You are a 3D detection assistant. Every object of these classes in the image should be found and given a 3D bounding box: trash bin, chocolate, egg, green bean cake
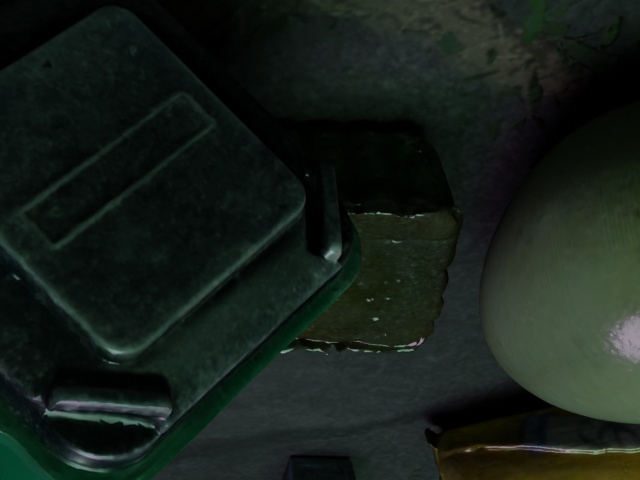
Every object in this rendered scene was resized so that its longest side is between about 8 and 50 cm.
[{"bbox_3d":[-0.193,0.036,0.889,0.295,0.259,0.381,45,142,4],"label":"trash bin"},{"bbox_3d":[0.323,0.189,1.305,0.445,0.162,0.162,-17,142,8],"label":"chocolate"},{"bbox_3d":[0.227,0.022,0.994,0.218,0.218,0.295,14,151,-25],"label":"egg"},{"bbox_3d":[0.000,0.000,1.028,0.181,0.094,0.173,-1,142,-7],"label":"green bean cake"}]

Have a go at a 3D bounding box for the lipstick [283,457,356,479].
[{"bbox_3d":[-0.027,0.346,1.463,0.066,0.068,0.317,4,133,-12],"label":"lipstick"}]
